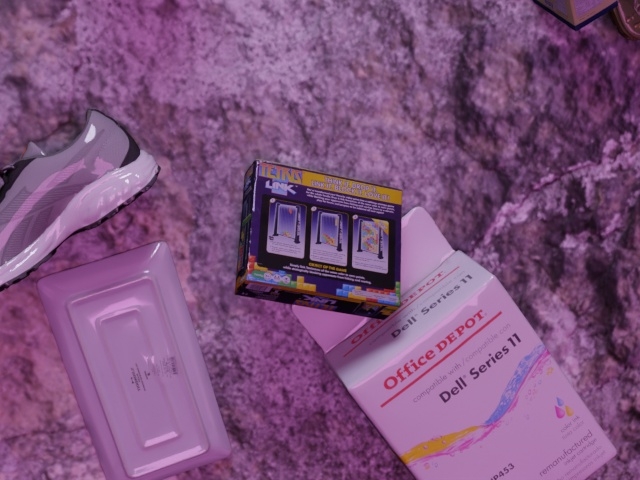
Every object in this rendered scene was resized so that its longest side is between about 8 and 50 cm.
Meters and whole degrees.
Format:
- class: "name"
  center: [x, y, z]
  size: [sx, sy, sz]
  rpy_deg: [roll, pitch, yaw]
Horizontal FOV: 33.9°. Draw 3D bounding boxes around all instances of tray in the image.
- class: "tray"
  center: [-0.197, 0.147, 1.143]
  size: [0.145, 0.030, 0.270]
  rpy_deg: [-18, 108, -11]

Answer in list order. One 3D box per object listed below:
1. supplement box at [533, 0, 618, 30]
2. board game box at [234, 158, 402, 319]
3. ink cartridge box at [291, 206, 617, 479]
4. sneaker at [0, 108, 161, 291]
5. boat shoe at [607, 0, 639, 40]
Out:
- class: "supplement box"
  center: [0.262, -0.283, 1.110]
  size: [0.056, 0.083, 0.083]
  rpy_deg: [-32, 134, -5]
- class: "board game box"
  center: [0.000, 0.000, 1.110]
  size: [0.170, 0.048, 0.141]
  rpy_deg: [11, 63, -17]
- class: "ink cartridge box"
  center: [0.150, 0.160, 1.189]
  size: [0.207, 0.119, 0.353]
  rpy_deg: [-38, 110, -2]
- class: "sneaker"
  center: [-0.295, -0.026, 1.045]
  size: [0.271, 0.100, 0.108]
  rpy_deg: [-38, 101, -9]
- class: "boat shoe"
  center: [0.321, -0.302, 1.148]
  size: [0.064, 0.060, 0.178]
  rpy_deg: [-20, 95, -6]
